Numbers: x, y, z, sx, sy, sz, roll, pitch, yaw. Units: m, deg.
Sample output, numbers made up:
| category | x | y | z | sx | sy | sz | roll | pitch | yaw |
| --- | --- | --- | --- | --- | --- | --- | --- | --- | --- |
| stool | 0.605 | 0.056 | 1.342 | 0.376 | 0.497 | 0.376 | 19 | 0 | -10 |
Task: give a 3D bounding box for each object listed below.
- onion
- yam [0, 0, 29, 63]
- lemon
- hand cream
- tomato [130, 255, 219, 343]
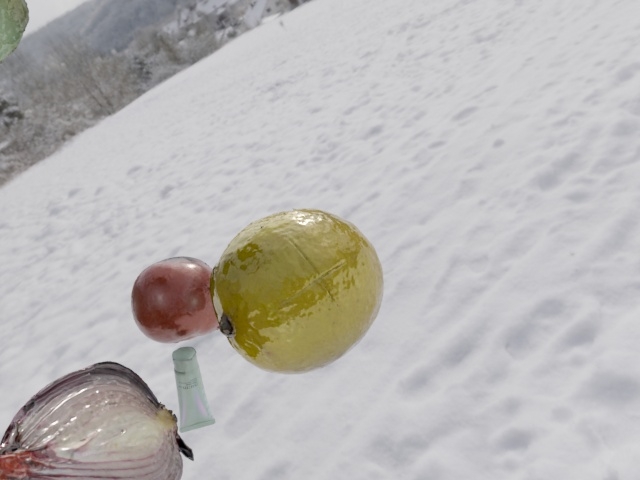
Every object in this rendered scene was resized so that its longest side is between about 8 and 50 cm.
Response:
| category | x | y | z | sx | sy | sz | roll | pitch | yaw |
| --- | --- | --- | --- | --- | --- | --- | --- | --- | --- |
| onion | -0.399 | 0.348 | 0.810 | 0.159 | 0.349 | 0.267 | -46 | 64 | 19 |
| yam | -0.629 | -0.395 | 0.830 | 0.300 | 0.195 | 0.195 | 34 | 68 | 29 |
| lemon | -0.039 | 0.083 | 0.891 | 0.297 | 0.297 | 0.297 | -25 | 30 | 16 |
| hand cream | -0.272 | 0.318 | 1.079 | 0.078 | 0.204 | 0.050 | -12 | 26 | -18 |
| tomato | -0.310 | 0.127 | 1.132 | 0.208 | 0.184 | 0.208 | -16 | -11 | -3 |
